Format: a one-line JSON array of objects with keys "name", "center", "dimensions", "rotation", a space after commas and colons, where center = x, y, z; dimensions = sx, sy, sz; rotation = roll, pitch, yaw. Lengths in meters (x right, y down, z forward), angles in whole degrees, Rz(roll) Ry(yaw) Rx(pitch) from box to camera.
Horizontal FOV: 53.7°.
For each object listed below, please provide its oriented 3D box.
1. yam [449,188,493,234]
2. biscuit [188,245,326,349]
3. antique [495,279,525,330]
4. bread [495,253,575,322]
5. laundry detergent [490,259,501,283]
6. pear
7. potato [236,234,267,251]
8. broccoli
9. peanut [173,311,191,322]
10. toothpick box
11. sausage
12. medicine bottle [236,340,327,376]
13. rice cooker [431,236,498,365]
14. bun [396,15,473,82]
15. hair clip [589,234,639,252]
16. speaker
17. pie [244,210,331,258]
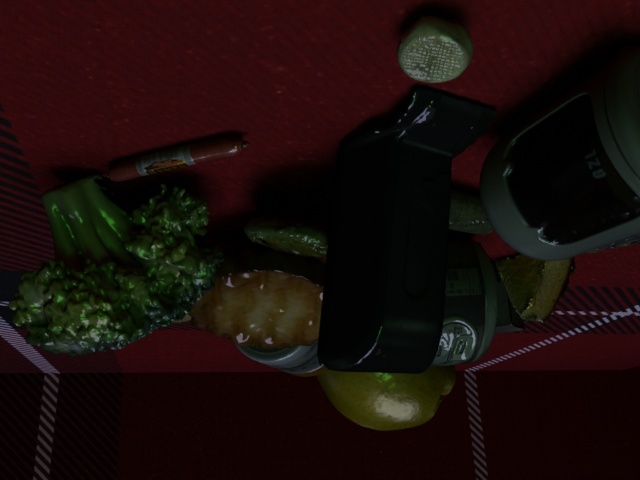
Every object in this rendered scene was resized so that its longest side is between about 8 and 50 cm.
[{"name": "yam", "center": [0.243, -0.054, 1.127], "dimensions": [0.179, 0.078, 0.078], "rotation": [8, 158, -34]}, {"name": "biscuit", "center": [-0.106, 0.113, 1.268], "dimensions": [0.325, 0.107, 0.326], "rotation": [2, 145, 2]}, {"name": "antique", "center": [0.440, 0.168, 1.646], "dimensions": [0.151, 0.147, 0.148], "rotation": [-13, 159, 29]}, {"name": "bread", "center": [0.515, 0.087, 1.460], "dimensions": [0.140, 0.169, 0.160], "rotation": [16, 138, -37]}, {"name": "laundry detergent", "center": [0.335, 0.097, 1.566], "dimensions": [0.206, 0.061, 0.096], "rotation": [-16, 164, 35]}, {"name": "pear", "center": [0.174, 0.350, 1.813], "dimensions": [0.418, 0.362, 0.362], "rotation": [23, 168, 21]}, {"name": "potato", "center": [-0.136, 0.012, 1.309], "dimensions": [0.051, 0.040, 0.083], "rotation": [-24, 152, 35]}, {"name": "broccoli", "center": [-0.356, 0.031, 1.053], "dimensions": [0.347, 0.281, 0.293], "rotation": [-31, -159, -33]}, {"name": "peanut", "center": [-0.265, 0.108, 1.422], "dimensions": [0.318, 0.148, 0.147], "rotation": [-10, 159, 14]}, {"name": "toothpick box", "center": [0.361, -0.094, 0.854], "dimensions": [0.229, 0.229, 0.316], "rotation": [7, 160, -23]}, {"name": "sausage", "center": [-0.222, -0.122, 0.950], "dimensions": [0.253, 0.034, 0.034], "rotation": [-9, 159, 20]}, {"name": "medicine bottle", "center": [-0.070, 0.197, 1.530], "dimensions": [0.237, 0.238, 0.232], "rotation": [-10, 158, 20]}, {"name": "rice cooker", "center": [0.206, 0.123, 1.321], "dimensions": [0.276, 0.288, 0.288], "rotation": [1, 159, -7]}, {"name": "bun", "center": [0.127, -0.217, 0.704], "dimensions": [0.086, 0.055, 0.086], "rotation": [7, 151, 4]}, {"name": "hair clip", "center": [0.619, -0.003, 1.335], "dimensions": [0.187, 0.056, 0.146], "rotation": [0, 167, -14]}, {"name": "speaker", "center": [0.122, 0.003, 0.906], "dimensions": [0.180, 0.389, 0.184], "rotation": [7, 175, -26]}, {"name": "pie", "center": [0.000, 0.000, 1.094], "dimensions": [0.276, 0.079, 0.277], "rotation": [7, -173, -1]}]
